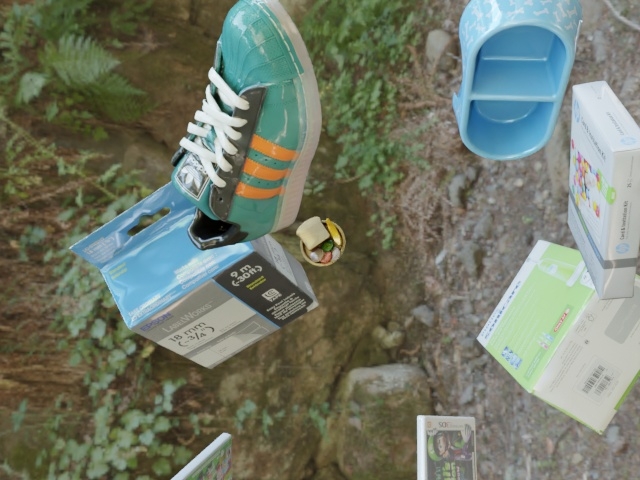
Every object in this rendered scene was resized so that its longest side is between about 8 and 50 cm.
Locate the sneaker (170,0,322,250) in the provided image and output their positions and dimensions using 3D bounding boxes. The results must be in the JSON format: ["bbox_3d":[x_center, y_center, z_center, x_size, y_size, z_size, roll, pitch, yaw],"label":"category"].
[{"bbox_3d":[-0.081,-0.086,0.604,0.108,0.121,0.302,49,153,25],"label":"sneaker"}]

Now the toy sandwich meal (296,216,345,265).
[{"bbox_3d":[0.000,0.000,1.022,0.029,0.085,0.086,40,-130,-69],"label":"toy sandwich meal"}]

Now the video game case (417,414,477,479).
[{"bbox_3d":[0.246,0.437,1.207,0.022,0.173,0.191,-13,69,45],"label":"video game case"}]

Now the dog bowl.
[{"bbox_3d":[0.280,-0.230,0.914,0.297,0.165,0.074,79,-163,-56],"label":"dog bowl"}]

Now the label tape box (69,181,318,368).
[{"bbox_3d":[-0.188,0.064,1.006,0.240,0.334,0.106,-32,53,10],"label":"label tape box"}]

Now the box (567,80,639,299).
[{"bbox_3d":[0.303,-0.053,0.671,0.145,0.038,0.186,-85,-15,-52],"label":"box"}]

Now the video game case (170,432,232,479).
[{"bbox_3d":[-0.235,0.507,1.204,0.212,0.023,0.194,-29,-55,-61],"label":"video game case"}]

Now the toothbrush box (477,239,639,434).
[{"bbox_3d":[0.370,0.126,0.947,0.206,0.122,0.283,-60,4,4],"label":"toothbrush box"}]
